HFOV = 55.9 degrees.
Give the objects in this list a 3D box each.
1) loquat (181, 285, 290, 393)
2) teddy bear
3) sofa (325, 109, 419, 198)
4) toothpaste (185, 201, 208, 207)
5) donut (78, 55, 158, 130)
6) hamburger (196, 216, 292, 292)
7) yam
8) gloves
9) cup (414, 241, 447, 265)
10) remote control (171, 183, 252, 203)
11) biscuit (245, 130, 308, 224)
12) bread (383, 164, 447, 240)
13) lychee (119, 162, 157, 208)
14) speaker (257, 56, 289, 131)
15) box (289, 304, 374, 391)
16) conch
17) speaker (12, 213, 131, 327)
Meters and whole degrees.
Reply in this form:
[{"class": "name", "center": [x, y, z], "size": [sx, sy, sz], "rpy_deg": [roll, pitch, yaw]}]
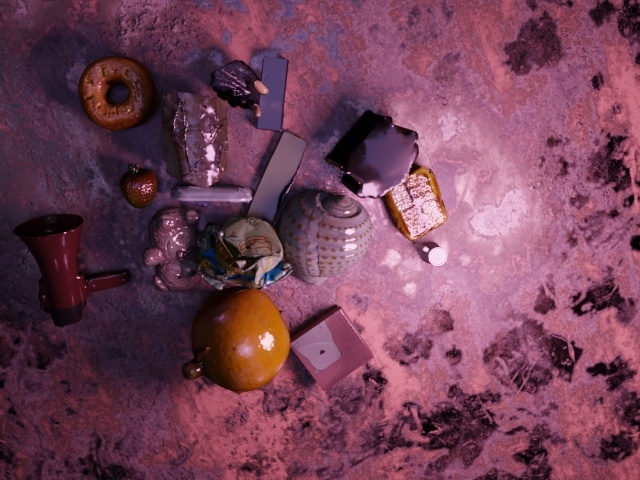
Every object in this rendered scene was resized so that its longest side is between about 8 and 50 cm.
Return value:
[{"class": "loquat", "center": [-0.261, 0.315, 1.843], "size": [0.359, 0.328, 0.328], "rpy_deg": [-32, 106, -30]}, {"class": "teddy bear", "center": [-0.443, 0.030, 1.859], "size": [0.236, 0.151, 0.267], "rpy_deg": [-14, 99, -38]}, {"class": "sofa", "center": [0.167, -0.260, 1.869], "size": [0.182, 0.200, 0.258], "rpy_deg": [40, 93, -24]}, {"class": "toothpaste", "center": [-0.397, -0.122, 1.908], "size": [0.083, 0.015, 0.024], "rpy_deg": [9, 99, -15]}, {"class": "donut", "center": [-0.595, -0.431, 1.769], "size": [0.226, 0.114, 0.226], "rpy_deg": [-1, 101, -6]}, {"class": "hamburger", "center": [-0.230, 0.023, 1.790], "size": [0.276, 0.150, 0.260], "rpy_deg": [-4, 60, -14]}, {"class": "yam", "center": [-0.369, -0.296, 1.777], "size": [0.201, 0.202, 0.271], "rpy_deg": [5, 103, -9]}, {"class": "gloves", "center": [-0.238, -0.438, 1.807], "size": [0.129, 0.106, 0.180], "rpy_deg": [-28, 87, -34]}, {"class": "cup", "center": [0.361, 0.038, 1.988], "size": [0.104, 0.116, 0.074], "rpy_deg": [33, 94, -5]}, {"class": "remote control", "center": [-0.335, -0.145, 1.863], "size": [0.247, 0.104, 0.052], "rpy_deg": [1, 102, -8]}, {"class": "biscuit", "center": [-0.140, -0.185, 1.915], "size": [0.099, 0.038, 0.322], "rpy_deg": [23, 98, -8]}, {"class": "bread", "center": [0.309, -0.124, 1.957], "size": [0.181, 0.096, 0.222], "rpy_deg": [-25, 104, 1]}, {"class": "lychee", "center": [-0.552, -0.166, 1.827], "size": [0.114, 0.114, 0.146], "rpy_deg": [-6, 116, -6]}, {"class": "speaker", "center": [-0.146, -0.448, 1.856], "size": [0.082, 0.044, 0.218], "rpy_deg": [6, 100, -9]}, {"class": "box", "center": [0.034, 0.354, 2.022], "size": [0.215, 0.086, 0.215], "rpy_deg": [-35, 104, 1]}, {"class": "conch", "center": [0.000, -0.001, 1.887], "size": [0.303, 0.215, 0.319], "rpy_deg": [18, 98, 0]}, {"class": "speaker", "center": [-0.762, 0.078, 1.862], "size": [0.259, 0.198, 0.329], "rpy_deg": [-32, 126, -40]}]
